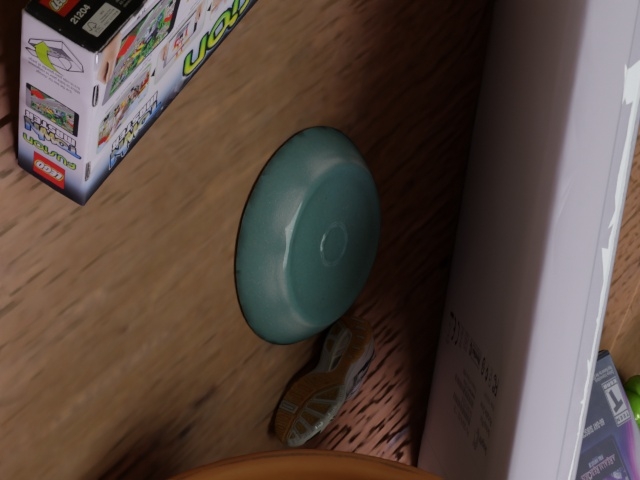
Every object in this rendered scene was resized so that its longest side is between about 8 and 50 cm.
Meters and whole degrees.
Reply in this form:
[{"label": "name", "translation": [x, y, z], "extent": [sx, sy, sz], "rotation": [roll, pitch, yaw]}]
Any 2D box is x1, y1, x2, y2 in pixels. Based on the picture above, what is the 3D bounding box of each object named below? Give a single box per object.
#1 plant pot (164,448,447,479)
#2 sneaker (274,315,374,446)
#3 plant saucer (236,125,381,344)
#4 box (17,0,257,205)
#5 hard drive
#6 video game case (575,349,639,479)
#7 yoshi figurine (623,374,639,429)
[{"label": "plant pot", "translation": [-0.005, 0.271, 0.828], "extent": [0.291, 0.291, 0.203], "rotation": [-58, 160, -25]}, {"label": "sneaker", "translation": [0.007, 0.083, 0.966], "extent": [0.083, 0.032, 0.037], "rotation": [-53, 151, -21]}, {"label": "plant saucer", "translation": [0.000, 0.000, 0.932], "extent": [0.119, 0.021, 0.119], "rotation": [-28, 126, -49]}, {"label": "box", "translation": [-0.052, -0.121, 0.747], "extent": [0.207, 0.036, 0.114], "rotation": [-53, 171, -30]}, {"label": "hard drive", "translation": [0.113, -0.003, 0.961], "extent": [0.233, 0.047, 0.353], "rotation": [-114, -148, -79]}, {"label": "video game case", "translation": [0.190, 0.227, 1.182], "extent": [0.196, 0.026, 0.274], "rotation": [-20, 87, -52]}, {"label": "yoshi figurine", "translation": [0.328, 0.155, 1.334], "extent": [0.203, 0.203, 0.362], "rotation": [44, 63, -46]}]
